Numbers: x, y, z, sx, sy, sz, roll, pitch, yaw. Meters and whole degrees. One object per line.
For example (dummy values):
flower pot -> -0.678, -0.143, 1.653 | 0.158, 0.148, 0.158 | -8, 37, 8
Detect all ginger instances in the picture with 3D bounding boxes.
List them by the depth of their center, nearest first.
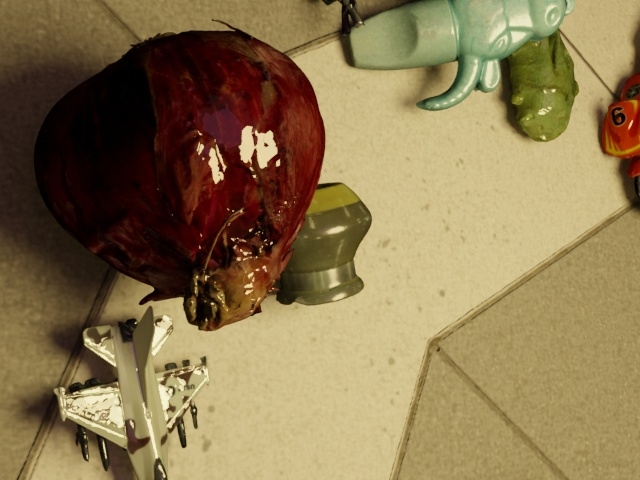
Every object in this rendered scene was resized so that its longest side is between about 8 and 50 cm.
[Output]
ginger -> 0.251, -0.270, 1.117 | 0.137, 0.089, 0.290 | -40, 105, -43

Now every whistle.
whistle -> 0.169, -0.257, 1.023 | 0.273, 0.093, 0.186 | -12, 97, 0

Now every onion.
onion -> -0.134, -0.072, 0.771 | 0.221, 0.280, 0.281 | 3, 74, -69

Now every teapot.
teapot -> 0.000, 0.000, 0.913 | 0.165, 0.130, 0.119 | -25, 109, -61

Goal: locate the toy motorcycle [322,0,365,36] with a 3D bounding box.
toy motorcycle -> 0.011, -0.408, 0.974 | 0.212, 0.125, 0.359 | 46, 59, -38

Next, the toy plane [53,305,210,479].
toy plane -> -0.170, 0.173, 0.808 | 0.160, 0.082, 0.234 | -7, 97, -39

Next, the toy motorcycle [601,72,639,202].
toy motorcycle -> 0.489, -0.184, 1.218 | 0.171, 0.089, 0.298 | 35, 65, -16
